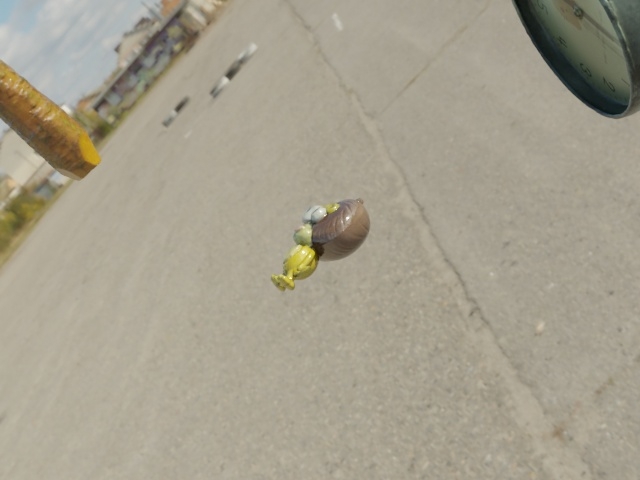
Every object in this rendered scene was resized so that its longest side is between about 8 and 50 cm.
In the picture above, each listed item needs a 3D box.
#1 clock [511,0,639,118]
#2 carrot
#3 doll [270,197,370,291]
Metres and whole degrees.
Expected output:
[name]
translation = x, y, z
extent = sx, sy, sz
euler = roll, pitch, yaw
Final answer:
[clock]
translation = 0.248, -0.218, 0.780
extent = 0.049, 0.226, 0.226
euler = -32, 18, 4
[carrot]
translation = -0.239, -0.111, 0.620
extent = 0.042, 0.171, 0.042
euler = -39, 23, 20
[doll]
translation = 0.003, -0.001, 1.267
extent = 0.145, 0.096, 0.188
euler = -33, 11, 47
